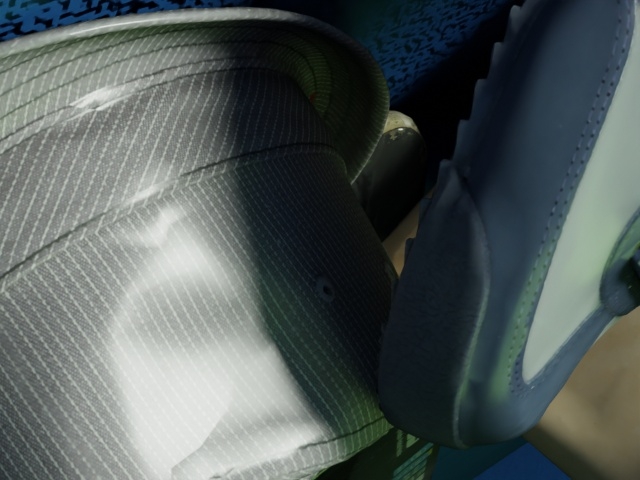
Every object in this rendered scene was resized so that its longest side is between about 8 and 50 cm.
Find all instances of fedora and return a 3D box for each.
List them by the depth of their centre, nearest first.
[{"bbox_3d":[-0.058,0.047,0.482,0.244,0.124,0.275,-41,165,17],"label":"fedora"}]

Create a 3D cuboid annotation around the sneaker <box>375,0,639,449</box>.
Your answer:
[{"bbox_3d":[0.137,-0.060,0.415,0.319,0.131,0.112,-58,161,5],"label":"sneaker"}]

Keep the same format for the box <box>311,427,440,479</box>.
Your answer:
[{"bbox_3d":[-0.077,0.174,0.909,0.318,0.097,0.395,-37,166,-10],"label":"box"}]

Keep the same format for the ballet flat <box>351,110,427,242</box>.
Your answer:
[{"bbox_3d":[0.000,0.000,0.667,0.057,0.049,0.173,-6,147,-25],"label":"ballet flat"}]

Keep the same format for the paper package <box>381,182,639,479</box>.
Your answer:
[{"bbox_3d":[0.218,-0.044,0.686,0.325,0.168,0.309,-48,165,10],"label":"paper package"}]
